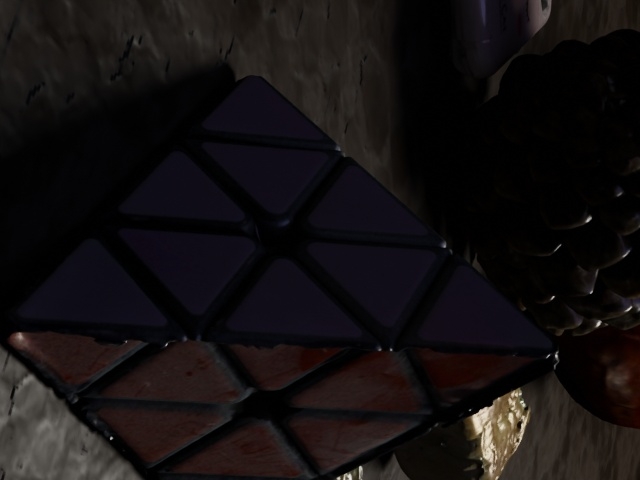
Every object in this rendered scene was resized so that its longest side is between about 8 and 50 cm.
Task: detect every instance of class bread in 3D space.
[{"bbox_3d":[0.076,0.099,0.936,0.070,0.076,0.083,-47,139,-38],"label":"bread"}]

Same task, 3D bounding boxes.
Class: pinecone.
[{"bbox_3d":[0.179,-0.027,1.001,0.184,0.179,0.205,-105,-167,-45],"label":"pinecone"}]

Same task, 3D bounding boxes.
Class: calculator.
[{"bbox_3d":[0.117,-0.169,1.014,0.175,0.032,0.100,-44,135,-57],"label":"calculator"}]

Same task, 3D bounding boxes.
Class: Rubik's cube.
[{"bbox_3d":[0.000,0.000,0.665,0.211,0.190,0.178,65,20,-57],"label":"Rubik's cube"}]

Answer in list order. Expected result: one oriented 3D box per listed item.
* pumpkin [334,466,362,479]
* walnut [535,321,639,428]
[{"bbox_3d":[-0.011,0.097,0.782,0.073,0.035,0.101,-18,115,-53],"label":"pumpkin"},{"bbox_3d":[0.267,0.022,1.216,0.269,0.221,0.244,51,17,-52],"label":"walnut"}]
